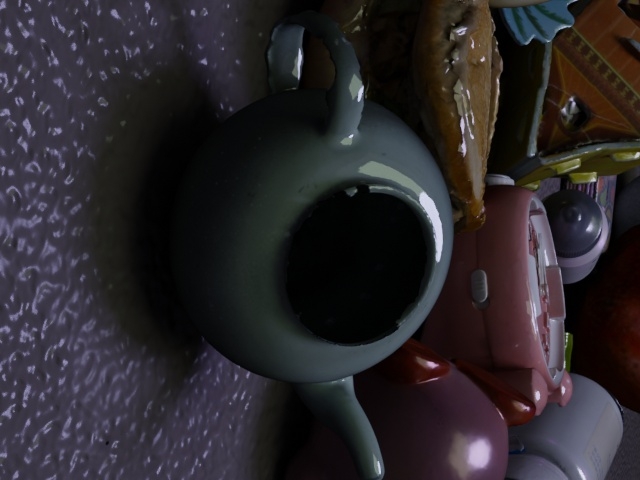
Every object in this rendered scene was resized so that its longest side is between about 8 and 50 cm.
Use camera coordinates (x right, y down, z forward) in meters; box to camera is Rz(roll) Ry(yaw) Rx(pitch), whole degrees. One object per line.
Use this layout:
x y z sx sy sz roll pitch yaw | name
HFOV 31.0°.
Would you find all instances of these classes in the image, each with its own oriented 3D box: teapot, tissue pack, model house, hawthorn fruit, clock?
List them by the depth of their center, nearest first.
0.000 0.000 0.747 0.193 0.129 0.294 -12 111 -25 | teapot
0.168 0.054 1.174 0.227 0.142 0.241 12 75 -70 | clock
0.252 -0.211 1.296 0.323 0.340 0.300 -46 -177 -18 | model house
0.385 -0.053 1.658 0.108 0.060 0.148 3 94 -65 | tissue pack
0.539 0.137 1.710 0.287 0.330 0.287 -57 174 -10 | hawthorn fruit

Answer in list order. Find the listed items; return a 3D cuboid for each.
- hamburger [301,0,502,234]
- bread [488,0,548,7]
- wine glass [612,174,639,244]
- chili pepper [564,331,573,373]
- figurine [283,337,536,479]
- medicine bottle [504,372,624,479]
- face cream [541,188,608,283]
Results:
0.073 -0.108 0.924 0.243 0.146 0.286 18 73 -70 | hamburger
0.200 -0.365 1.018 0.333 0.160 0.333 -25 147 -17 | bread
0.594 -0.070 1.895 0.238 0.238 0.323 -19 115 -62 | wine glass
0.326 0.221 1.619 0.052 0.050 0.202 -2 101 -27 | chili pepper
0.068 0.171 0.948 0.173 0.173 0.173 -23 116 -61 | figurine
0.273 0.277 1.410 0.258 0.143 0.143 -40 130 -56 | medicine bottle
0.288 -0.006 1.357 0.311 0.092 0.092 32 66 -76 | face cream
